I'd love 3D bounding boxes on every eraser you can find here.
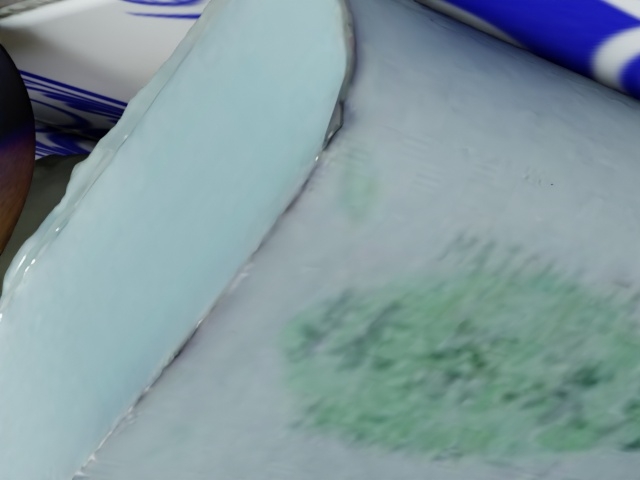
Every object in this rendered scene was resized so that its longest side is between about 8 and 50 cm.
[{"bbox_3d":[0.038,0.024,0.554,0.227,0.174,0.081,19,-147,-38],"label":"eraser"}]

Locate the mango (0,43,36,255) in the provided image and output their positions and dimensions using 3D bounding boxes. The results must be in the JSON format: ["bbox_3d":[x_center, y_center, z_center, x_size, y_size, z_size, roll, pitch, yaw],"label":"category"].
[{"bbox_3d":[-0.219,0.009,0.686,0.287,0.153,0.201,-17,169,36],"label":"mango"}]

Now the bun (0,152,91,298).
[{"bbox_3d":[-0.043,0.125,0.870,0.349,0.352,0.227,-23,-162,-12],"label":"bun"}]
